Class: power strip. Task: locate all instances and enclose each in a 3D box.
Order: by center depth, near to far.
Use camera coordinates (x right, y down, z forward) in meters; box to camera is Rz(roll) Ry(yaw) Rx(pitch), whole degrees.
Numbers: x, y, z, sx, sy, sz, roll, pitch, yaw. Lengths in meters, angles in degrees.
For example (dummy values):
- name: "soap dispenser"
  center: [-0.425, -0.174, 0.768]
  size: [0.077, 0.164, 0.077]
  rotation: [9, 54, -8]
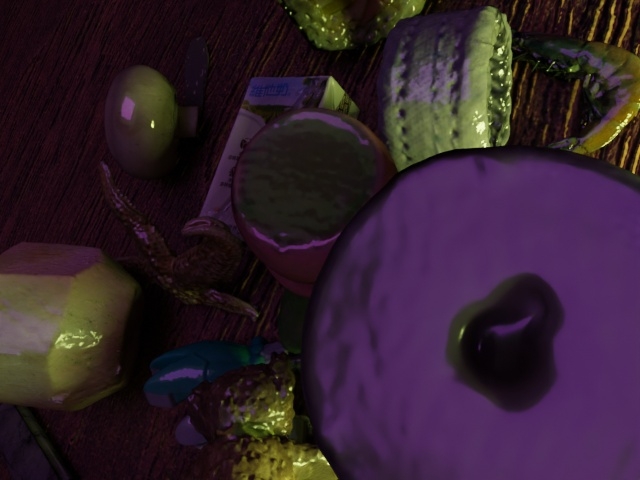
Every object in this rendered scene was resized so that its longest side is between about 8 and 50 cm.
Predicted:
- name: "power strip"
  center: [-0.099, 0.333, 0.828]
  size: [0.192, 0.035, 0.082]
  rotation: [-6, 72, 29]

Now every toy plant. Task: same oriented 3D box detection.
- name: "toy plant"
  center: [0.002, 0.001, 0.658]
  size: [0.210, 0.356, 0.317]
  rotation: [38, 84, 14]

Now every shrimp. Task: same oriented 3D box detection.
- name: "shrimp"
  center: [0.336, -0.226, 0.743]
  size: [0.262, 0.051, 0.198]
  rotation: [36, 94, 30]

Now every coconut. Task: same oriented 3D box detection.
- name: "coconut"
  center: [-0.528, 0.166, 0.952]
  size: [0.352, 0.352, 0.353]
  rotation: [-9, 70, 27]

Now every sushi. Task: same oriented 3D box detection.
- name: "sushi"
  center: [0.033, -0.548, 0.863]
  size: [0.328, 0.328, 0.285]
  rotation: [-28, 52, 22]

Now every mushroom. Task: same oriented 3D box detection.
- name: "mushroom"
  center: [-0.364, -0.260, 1.073]
  size: [0.202, 0.246, 0.246]
  rotation: [-5, 66, -15]

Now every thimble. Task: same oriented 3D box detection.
- name: "thimble"
  center: [0.189, -0.207, 0.716]
  size: [0.157, 0.217, 0.246]
  rotation: [4, 104, 28]

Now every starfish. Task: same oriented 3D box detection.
- name: "starfish"
  center: [-0.304, 0.019, 0.917]
  size: [0.431, 0.324, 0.082]
  rotation: [20, 51, 30]

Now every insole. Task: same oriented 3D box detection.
- name: "insole"
  center: [-0.303, -0.389, 1.183]
  size: [0.081, 0.011, 0.248]
  rotation: [-10, 71, 30]

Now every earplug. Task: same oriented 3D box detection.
- name: "earplug"
  center: [0.202, 0.113, 0.507]
  size: [0.312, 0.394, 0.313]
  rotation: [-6, 76, 25]

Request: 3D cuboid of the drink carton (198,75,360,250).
- name: "drink carton"
  center: [-0.077, -0.129, 0.901]
  size: [0.194, 0.132, 0.325]
  rotation: [12, 80, 33]

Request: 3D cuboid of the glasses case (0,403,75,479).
- name: "glasses case"
  center: [-0.648, 0.480, 1.081]
  size: [0.299, 0.060, 0.114]
  rotation: [30, 90, 33]

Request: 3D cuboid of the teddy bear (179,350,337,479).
- name: "teddy bear"
  center: [-0.084, 0.341, 0.673]
  size: [0.246, 0.222, 0.296]
  rotation: [-18, 105, 15]

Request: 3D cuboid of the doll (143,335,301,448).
- name: "doll"
  center: [-0.157, 0.245, 0.809]
  size: [0.258, 0.195, 0.153]
  rotation: [3, 118, 22]
